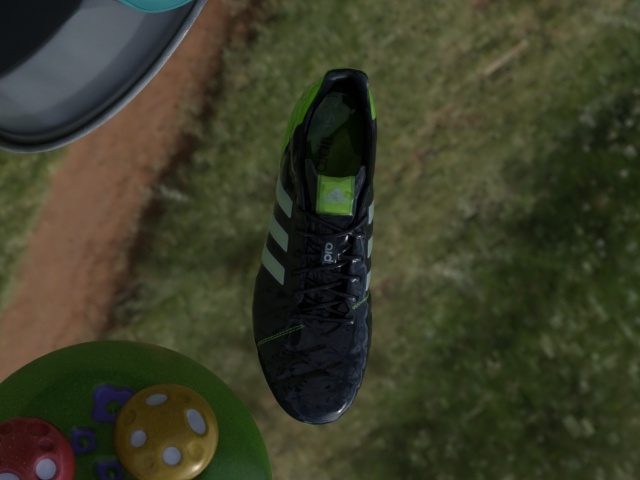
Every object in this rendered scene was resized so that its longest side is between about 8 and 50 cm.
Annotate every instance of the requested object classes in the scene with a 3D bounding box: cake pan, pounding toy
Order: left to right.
[{"bbox_3d":[-0.148,-0.196,0.967,0.054,0.293,0.293,22,123,-40],"label":"cake pan"},{"bbox_3d":[-0.096,0.138,0.895,0.183,0.237,0.110,-46,163,-20],"label":"pounding toy"}]

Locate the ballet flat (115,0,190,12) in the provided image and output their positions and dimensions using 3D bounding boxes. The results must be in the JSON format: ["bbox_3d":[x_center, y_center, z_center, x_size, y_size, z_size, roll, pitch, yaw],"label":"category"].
[{"bbox_3d":[-0.107,-0.152,0.649,0.072,0.068,0.213,-20,158,18],"label":"ballet flat"}]

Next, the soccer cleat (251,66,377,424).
[{"bbox_3d":[0.000,0.000,0.837,0.060,0.178,0.072,5,164,-6],"label":"soccer cleat"}]
